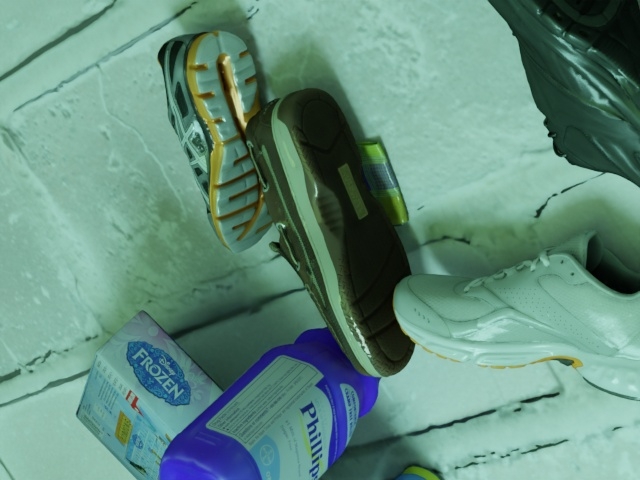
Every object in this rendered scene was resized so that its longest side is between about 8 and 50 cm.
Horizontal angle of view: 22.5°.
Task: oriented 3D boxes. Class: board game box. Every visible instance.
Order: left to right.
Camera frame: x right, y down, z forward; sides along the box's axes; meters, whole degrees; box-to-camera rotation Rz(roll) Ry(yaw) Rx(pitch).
[{"bbox_3d":[-0.103,0.236,1.583,0.318,0.066,0.318,46,160,3],"label":"board game box"}]

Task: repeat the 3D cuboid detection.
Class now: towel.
[{"bbox_3d":[0.042,-0.047,1.406,0.060,0.009,0.083,-1,117,39],"label":"towel"}]

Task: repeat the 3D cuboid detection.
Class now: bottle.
[{"bbox_3d":[-0.025,0.153,1.396,0.092,0.283,0.118,15,125,29],"label":"bottle"}]

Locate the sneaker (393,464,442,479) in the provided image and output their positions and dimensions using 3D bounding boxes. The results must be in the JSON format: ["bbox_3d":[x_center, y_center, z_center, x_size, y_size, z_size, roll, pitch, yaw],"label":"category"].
[{"bbox_3d":[0.072,0.315,1.576,0.069,0.082,0.209,24,132,21],"label":"sneaker"}]

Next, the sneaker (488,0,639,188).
[{"bbox_3d":[0.194,-0.122,1.177,0.286,0.109,0.130,48,142,4],"label":"sneaker"}]

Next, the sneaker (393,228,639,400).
[{"bbox_3d":[0.183,0.041,1.309,0.262,0.099,0.121,9,115,25],"label":"sneaker"}]

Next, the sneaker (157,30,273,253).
[{"bbox_3d":[-0.091,-0.091,1.439,0.083,0.084,0.214,18,125,45],"label":"sneaker"}]

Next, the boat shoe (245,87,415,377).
[{"bbox_3d":[0.005,-0.002,1.396,0.095,0.095,0.257,-13,96,45],"label":"boat shoe"}]
